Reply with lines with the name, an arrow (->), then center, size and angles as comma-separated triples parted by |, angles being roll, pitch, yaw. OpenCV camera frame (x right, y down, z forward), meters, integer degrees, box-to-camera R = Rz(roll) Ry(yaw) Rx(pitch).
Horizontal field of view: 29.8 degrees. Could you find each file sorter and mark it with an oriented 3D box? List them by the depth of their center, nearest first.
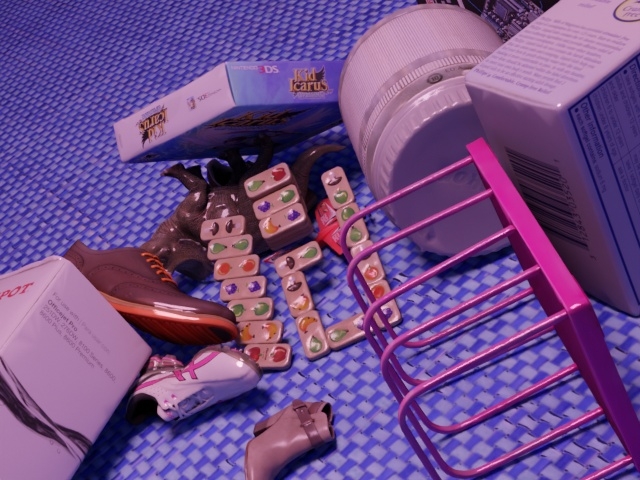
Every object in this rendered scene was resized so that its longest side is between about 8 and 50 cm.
file sorter -> 0.146, 0.086, 1.109 | 0.182, 0.202, 0.291 | -27, 32, 5

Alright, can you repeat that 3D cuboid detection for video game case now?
video game case -> -0.087, -0.164, 1.552 | 0.269, 0.061, 0.244 | -8, -9, -43

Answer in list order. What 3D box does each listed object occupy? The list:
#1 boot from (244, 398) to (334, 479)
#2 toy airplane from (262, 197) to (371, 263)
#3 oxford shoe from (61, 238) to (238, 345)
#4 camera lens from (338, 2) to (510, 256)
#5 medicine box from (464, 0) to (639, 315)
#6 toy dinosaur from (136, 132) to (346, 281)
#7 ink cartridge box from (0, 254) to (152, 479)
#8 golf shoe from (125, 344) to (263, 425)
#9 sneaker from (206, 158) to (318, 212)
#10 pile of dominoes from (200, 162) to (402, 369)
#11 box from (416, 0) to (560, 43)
boot -> -0.029, 0.208, 1.222 | 0.086, 0.042, 0.118 | -17, 35, 14
toy airplane -> 0.000, 0.000, 1.498 | 0.151, 0.028, 0.151 | -23, 27, 13
oxford shoe -> -0.209, 0.055, 1.420 | 0.271, 0.097, 0.098 | 13, 69, 25
camera lens -> 0.145, -0.135, 1.395 | 0.219, 0.219, 0.274 | -25, 32, 6
medicine box -> 0.329, -0.124, 1.200 | 0.289, 0.264, 0.149 | -38, 34, -15
toy dinosaur -> -0.108, -0.039, 1.553 | 0.313, 0.160, 0.121 | -20, -2, -3
ink cartridge box -> -0.406, 0.229, 1.321 | 0.285, 0.166, 0.395 | -16, 33, 41
golf shoe -> -0.141, 0.169, 1.342 | 0.186, 0.067, 0.086 | -15, 40, 38
sneaker -> -0.088, -0.070, 1.622 | 0.188, 0.071, 0.066 | 7, 46, 43
pile of dominoes -> -0.036, 0.025, 1.397 | 0.195, 0.040, 0.251 | -25, 54, 7
box -> 0.262, -0.297, 1.462 | 0.293, 0.296, 0.073 | 0, 42, 39
